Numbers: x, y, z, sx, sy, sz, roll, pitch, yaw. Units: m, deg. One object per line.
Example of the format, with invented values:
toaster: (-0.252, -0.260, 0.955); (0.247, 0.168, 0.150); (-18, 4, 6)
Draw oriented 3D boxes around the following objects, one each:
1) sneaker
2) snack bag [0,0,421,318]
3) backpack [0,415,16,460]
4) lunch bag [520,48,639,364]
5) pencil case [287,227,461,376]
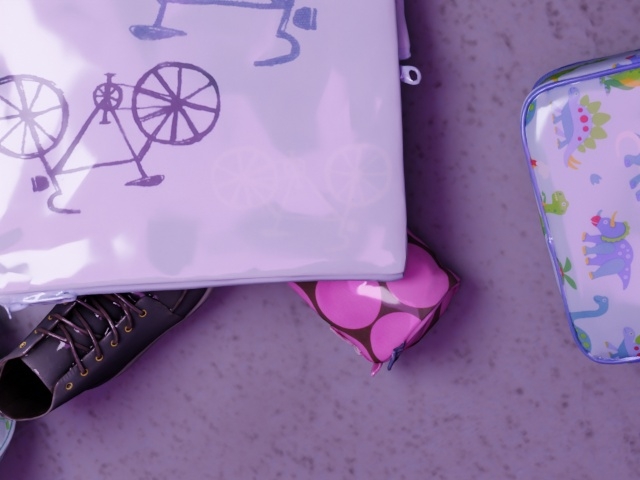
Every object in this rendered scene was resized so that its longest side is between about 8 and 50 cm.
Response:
sneaker: (-0.155, 0.054, 1.412); (0.083, 0.118, 0.222); (43, 125, 7)
snack bag: (-0.091, -0.125, 1.355); (0.323, 0.037, 0.343); (-4, 92, -2)
backpack: (-0.356, 0.110, 1.443); (0.253, 0.225, 0.191); (48, 121, -4)
lunch bag: (0.245, -0.028, 1.352); (0.176, 0.090, 0.219); (-13, 99, 16)
pencil case: (0.000, 0.000, 1.414); (0.209, 0.095, 0.098); (44, 119, 2)
